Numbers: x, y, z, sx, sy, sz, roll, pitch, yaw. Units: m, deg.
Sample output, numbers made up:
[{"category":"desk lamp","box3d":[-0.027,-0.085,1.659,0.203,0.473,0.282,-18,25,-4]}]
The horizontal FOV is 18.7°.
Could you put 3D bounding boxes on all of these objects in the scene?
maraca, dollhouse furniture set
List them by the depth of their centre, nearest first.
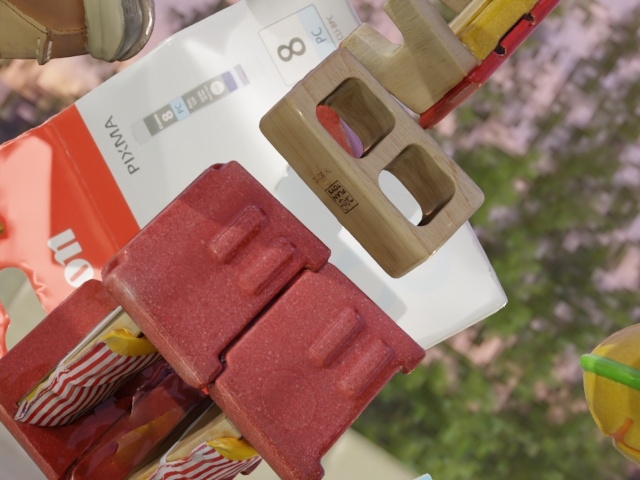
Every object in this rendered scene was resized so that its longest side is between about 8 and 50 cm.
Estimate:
[{"category":"dollhouse furniture set","box3d":[0.000,0.000,1.132,0.152,0.374,0.201,47,-36,-4]},{"category":"maraca","box3d":[0.251,0.112,1.282,0.185,0.099,0.127,24,1,-29]}]

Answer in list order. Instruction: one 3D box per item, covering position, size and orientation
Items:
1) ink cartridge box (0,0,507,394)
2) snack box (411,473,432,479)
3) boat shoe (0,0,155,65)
[{"category":"ink cartridge box","box3d":[-0.093,0.003,1.532,0.308,0.385,0.091,62,-8,2]},{"category":"snack box","box3d":[-0.044,0.238,1.055,0.060,0.187,0.322,61,-22,19]},{"category":"boat shoe","box3d":[-0.158,-0.238,0.915,0.116,0.324,0.123,-10,10,-4]}]
